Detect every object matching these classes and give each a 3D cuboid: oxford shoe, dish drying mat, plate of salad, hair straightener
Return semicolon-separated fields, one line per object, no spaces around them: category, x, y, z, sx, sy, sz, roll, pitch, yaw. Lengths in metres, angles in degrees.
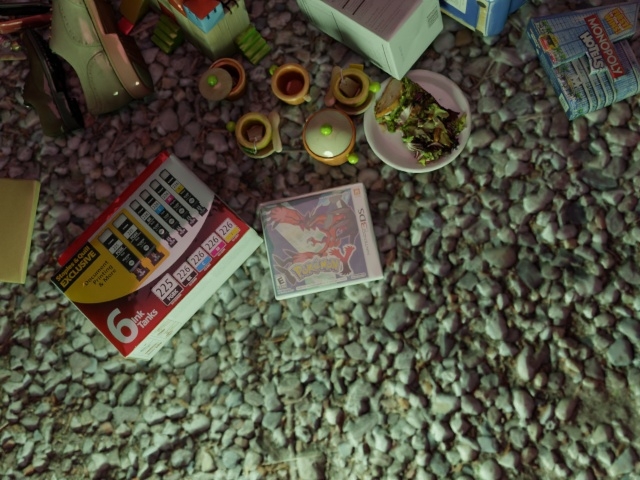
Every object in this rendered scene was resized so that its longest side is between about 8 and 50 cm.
oxford shoe;-0.467;-0.425;1.468;0.146;0.140;0.397;-27;90;9
dish drying mat;-0.372;-0.448;1.552;0.032;0.008;0.083;34;84;9
oxford shoe;-0.542;-0.305;1.507;0.096;0.083;0.227;-23;77;5
plate of salad;0.179;-0.224;1.439;0.200;0.048;0.200;-1;79;5
hair straightener;-0.532;-0.474;1.544;0.230;0.047;0.089;-14;80;-4

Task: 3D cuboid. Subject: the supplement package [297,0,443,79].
supplement package;0.082;-0.430;1.421;0.244;0.139;0.134;38;85;21

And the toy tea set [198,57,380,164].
toy tea set;-0.066;-0.245;1.421;0.336;0.124;0.200;7;83;10

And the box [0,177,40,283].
box;-0.629;-0.022;1.493;0.164;0.021;0.201;4;80;6

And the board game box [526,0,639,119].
board game box;0.507;-0.347;1.424;0.194;0.060;0.194;-23;78;2

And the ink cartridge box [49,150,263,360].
ink cartridge box;-0.311;0.011;1.403;0.272;0.130;0.309;42;86;12

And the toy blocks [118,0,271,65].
toy blocks;-0.272;-0.487;1.416;0.381;0.261;0.191;42;83;10

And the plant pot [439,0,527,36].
plant pot;0.289;-0.515;1.392;0.236;0.236;0.212;36;90;10

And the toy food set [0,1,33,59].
toy food set;-0.615;-0.423;1.565;0.078;0.019;0.122;-1;80;5

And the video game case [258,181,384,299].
video game case;0.000;0.000;1.428;0.201;0.023;0.183;-12;79;3
